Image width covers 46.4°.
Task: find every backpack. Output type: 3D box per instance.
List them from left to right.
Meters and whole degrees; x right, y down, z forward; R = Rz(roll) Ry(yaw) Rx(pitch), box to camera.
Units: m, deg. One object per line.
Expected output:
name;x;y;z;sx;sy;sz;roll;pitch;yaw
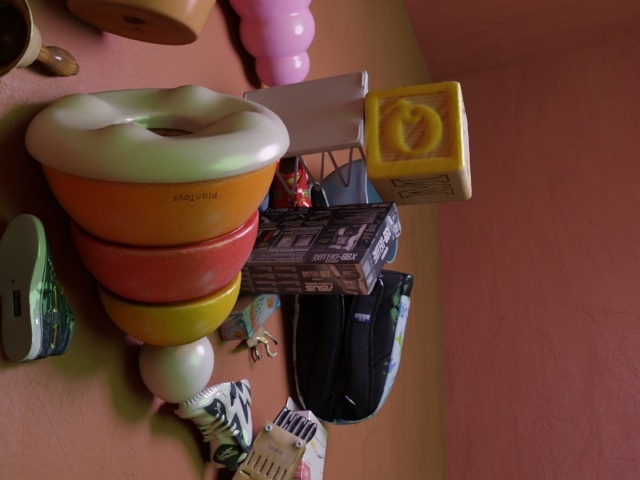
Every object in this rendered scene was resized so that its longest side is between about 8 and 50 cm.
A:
backpack;0.068;0.256;1.768;0.273;0.289;0.356;68;25;-72

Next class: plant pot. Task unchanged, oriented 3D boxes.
plant pot;-0.265;-0.427;1.135;0.291;0.290;0.204;16;83;-69
plant pot;0.076;-0.072;2.023;0.293;0.196;0.293;-8;90;-71

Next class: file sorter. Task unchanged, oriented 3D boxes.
file sorter;-0.019;-0.214;1.597;0.173;0.277;0.193;59;30;-52

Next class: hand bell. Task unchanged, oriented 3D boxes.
hand bell;-0.381;-0.254;0.994;0.242;0.126;0.126;-11;93;-82

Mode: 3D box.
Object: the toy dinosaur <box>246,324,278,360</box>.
toy dinosaur;-0.134;0.206;1.562;0.093;0.053;0.183;59;18;-14

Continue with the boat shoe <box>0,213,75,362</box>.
boat shoe;-0.360;0.061;0.953;0.083;0.065;0.184;12;77;-71

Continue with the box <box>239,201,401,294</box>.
box;-0.014;0.014;1.528;0.242;0.307;0.077;-58;140;-52

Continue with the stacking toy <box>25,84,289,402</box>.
stacking toy;-0.230;0.035;1.097;0.351;0.350;0.480;-54;151;-63

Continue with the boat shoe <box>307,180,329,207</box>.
boat shoe;0.003;-0.002;1.874;0.113;0.104;0.307;-19;101;-43

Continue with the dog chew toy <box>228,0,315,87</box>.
dog chew toy;-0.102;-0.507;1.721;0.207;0.206;0.332;-61;146;-60

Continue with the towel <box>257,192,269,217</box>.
towel;-0.175;-0.146;1.594;0.285;0.034;0.209;55;33;-52

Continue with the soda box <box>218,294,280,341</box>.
soda box;-0.144;0.141;1.515;0.183;0.062;0.058;-47;126;-66

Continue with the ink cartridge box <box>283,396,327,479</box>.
ink cartridge box;-0.038;0.460;1.671;0.115;0.067;0.198;60;28;-45

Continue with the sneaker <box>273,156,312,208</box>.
sneaker;-0.072;-0.109;1.737;0.118;0.107;0.279;84;-4;-66

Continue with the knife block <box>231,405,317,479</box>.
knife block;-0.099;0.452;1.450;0.276;0.088;0.242;-59;169;-25

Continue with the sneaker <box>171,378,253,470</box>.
sneaker;-0.175;0.328;1.296;0.235;0.094;0.153;42;34;-78

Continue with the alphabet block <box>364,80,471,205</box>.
alphabet block;0.202;-0.191;1.526;0.197;0.193;0.193;41;45;-70
